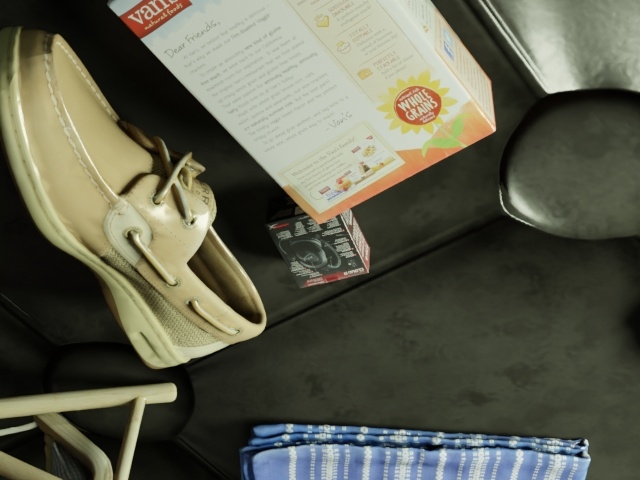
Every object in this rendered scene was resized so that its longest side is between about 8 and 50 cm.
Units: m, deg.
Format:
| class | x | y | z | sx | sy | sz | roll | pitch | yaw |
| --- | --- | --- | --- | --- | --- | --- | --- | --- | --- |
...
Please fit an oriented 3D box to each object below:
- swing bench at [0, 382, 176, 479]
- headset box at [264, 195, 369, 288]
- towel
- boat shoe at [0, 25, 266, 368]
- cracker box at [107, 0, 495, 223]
| class | x | y | z | sx | sy | sz | roll | pitch | yaw |
| --- | --- | --- | --- | --- | --- | --- | --- | --- | --- |
| swing bench | -0.282 | 0.255 | 1.101 | 0.255 | 0.165 | 0.253 | 9 | 133 | -3 |
| headset box | 0.000 | 0.000 | 0.934 | 0.062 | 0.032 | 0.083 | -14 | 130 | 17 |
| towel | 0.090 | 0.277 | 1.175 | 0.336 | 0.040 | 0.243 | 2 | 133 | 2 |
| boat shoe | -0.134 | -0.032 | 0.868 | 0.110 | 0.121 | 0.341 | -13 | 140 | 10 |
| cracker box | -0.007 | -0.134 | 0.790 | 0.156 | 0.067 | 0.232 | -27 | 126 | 25 |
